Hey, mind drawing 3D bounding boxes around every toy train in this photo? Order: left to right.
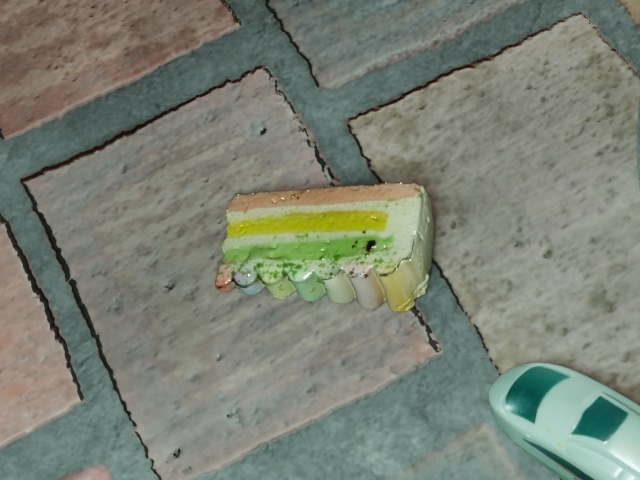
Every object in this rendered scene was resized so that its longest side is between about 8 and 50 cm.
[{"bbox_3d":[0.316,0.222,1.285,0.407,0.088,0.086,33,70,23],"label":"toy train"}]

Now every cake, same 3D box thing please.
[{"bbox_3d":[0.009,0.010,1.466,0.225,0.090,0.109,-2,61,27],"label":"cake"}]

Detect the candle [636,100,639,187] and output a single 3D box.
[{"bbox_3d":[0.384,-0.101,1.467,0.192,0.068,0.168,-38,67,-16],"label":"candle"}]
